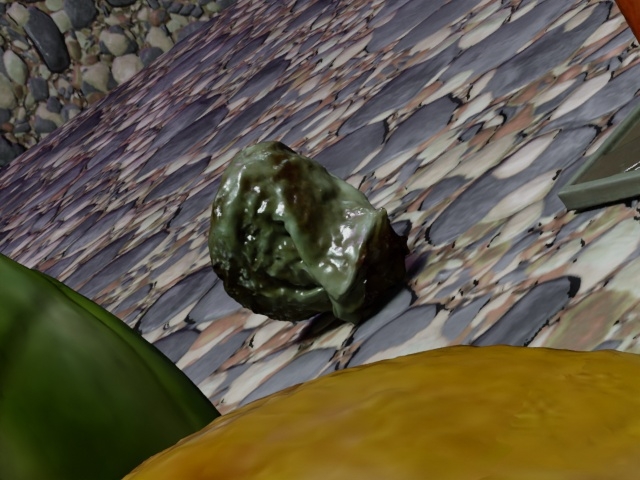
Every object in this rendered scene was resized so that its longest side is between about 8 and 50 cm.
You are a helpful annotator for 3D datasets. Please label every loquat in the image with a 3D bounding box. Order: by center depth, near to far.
[{"bbox_3d":[0.021,0.122,0.429,0.238,0.193,0.238,-31,21,14],"label":"loquat"}]

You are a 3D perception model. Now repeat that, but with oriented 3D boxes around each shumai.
[{"bbox_3d":[0.000,0.001,1.092,0.087,0.124,0.099,11,74,46],"label":"shumai"}]

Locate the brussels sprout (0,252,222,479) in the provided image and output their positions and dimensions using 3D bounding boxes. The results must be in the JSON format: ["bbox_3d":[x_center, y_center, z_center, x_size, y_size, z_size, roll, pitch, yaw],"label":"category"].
[{"bbox_3d":[-0.168,0.143,0.626,0.371,0.315,0.276,95,-164,-57],"label":"brussels sprout"}]

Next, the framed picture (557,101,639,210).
[{"bbox_3d":[0.224,-0.078,0.943,0.150,0.015,0.203,-45,16,-28],"label":"framed picture"}]

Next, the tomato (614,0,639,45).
[{"bbox_3d":[0.252,-0.205,0.891,0.290,0.176,0.335,-28,16,26],"label":"tomato"}]
